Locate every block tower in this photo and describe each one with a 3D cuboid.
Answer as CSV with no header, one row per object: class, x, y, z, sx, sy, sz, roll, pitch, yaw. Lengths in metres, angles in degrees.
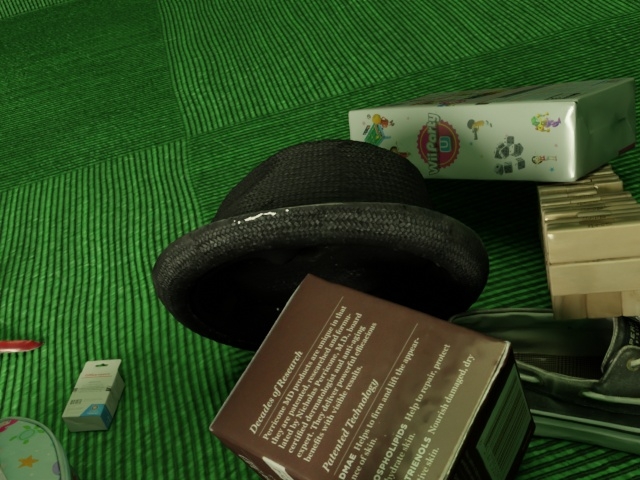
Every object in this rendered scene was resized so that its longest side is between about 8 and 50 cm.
block tower,0.280,-0.011,0.799,0.097,0.091,0.335,-5,13,17

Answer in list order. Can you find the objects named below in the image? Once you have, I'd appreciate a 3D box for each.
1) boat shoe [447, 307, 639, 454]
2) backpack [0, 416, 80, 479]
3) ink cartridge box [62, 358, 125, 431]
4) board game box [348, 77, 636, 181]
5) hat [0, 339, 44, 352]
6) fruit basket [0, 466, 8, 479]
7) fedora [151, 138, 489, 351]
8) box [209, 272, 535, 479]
boat shoe,0.276,0.122,0.706,0.334,0.119,0.121,-3,38,13
backpack,-0.328,0.268,0.654,0.253,0.191,0.225,-19,29,-16
ink cartridge box,-0.258,0.178,0.871,0.048,0.028,0.083,-5,38,11
board game box,0.224,-0.145,0.985,0.303,0.098,0.224,5,18,38
hat,-0.514,0.174,0.959,0.208,0.183,0.173,-41,12,36
fruit basket,-0.314,0.305,0.484,0.327,0.353,0.165,-29,23,-18
fedora,0.000,0.000,0.778,0.333,0.334,0.153,-6,58,10
box,0.054,0.162,0.654,0.203,0.168,0.167,16,63,34
